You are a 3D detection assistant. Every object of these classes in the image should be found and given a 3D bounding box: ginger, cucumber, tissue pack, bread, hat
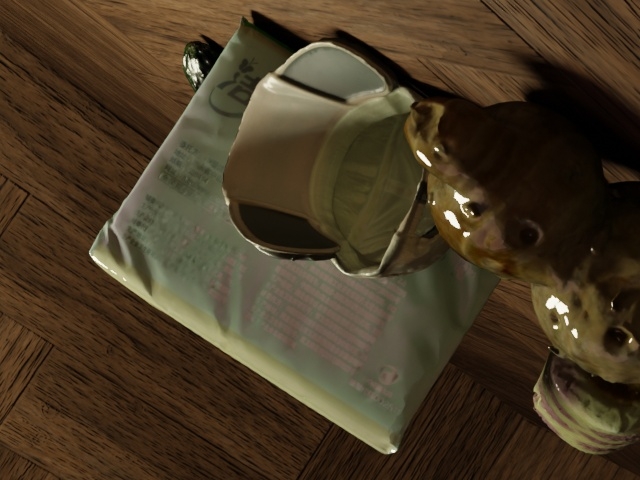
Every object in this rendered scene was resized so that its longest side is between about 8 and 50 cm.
[{"bbox_3d":[0.219,-0.004,1.383,0.375,0.176,0.256,36,-171,-17],"label":"ginger"},{"bbox_3d":[-0.087,-0.166,2.120,0.303,0.081,0.072,38,-158,-36],"label":"cucumber"},{"bbox_3d":[0.000,0.000,1.784,0.405,0.332,0.205,33,178,7],"label":"tissue pack"},{"bbox_3d":[0.345,0.145,1.811,0.155,0.187,0.338,34,173,11],"label":"bread"},{"bbox_3d":[0.029,-0.070,1.611,0.275,0.232,0.161,16,170,20],"label":"hat"}]
